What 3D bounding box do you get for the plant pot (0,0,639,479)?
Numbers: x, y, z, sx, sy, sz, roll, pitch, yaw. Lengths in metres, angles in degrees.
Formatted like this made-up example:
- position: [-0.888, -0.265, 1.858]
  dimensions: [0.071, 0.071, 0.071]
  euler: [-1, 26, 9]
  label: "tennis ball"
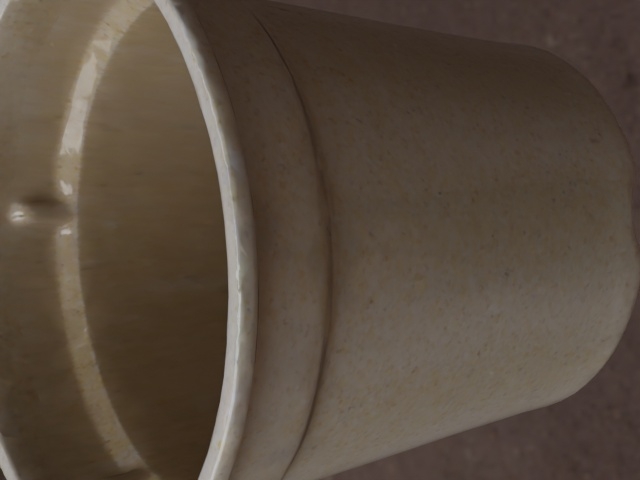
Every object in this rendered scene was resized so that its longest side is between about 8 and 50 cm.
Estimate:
- position: [0.000, 0.000, 0.946]
  dimensions: [0.334, 0.305, 0.333]
  euler: [9, 101, 57]
  label: "plant pot"
